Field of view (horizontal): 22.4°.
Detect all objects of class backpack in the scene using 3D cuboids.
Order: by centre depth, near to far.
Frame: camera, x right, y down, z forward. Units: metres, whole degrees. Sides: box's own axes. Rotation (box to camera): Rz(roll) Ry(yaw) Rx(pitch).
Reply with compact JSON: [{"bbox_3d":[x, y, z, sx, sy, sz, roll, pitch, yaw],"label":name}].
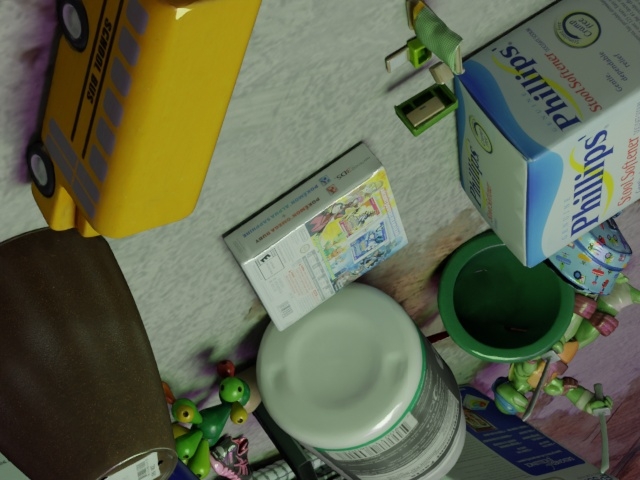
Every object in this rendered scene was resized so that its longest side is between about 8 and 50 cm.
[{"bbox_3d":[0.321,-0.018,2.023,0.117,0.173,0.158,-46,152,19],"label":"backpack"}]

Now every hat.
[{"bbox_3d":[0.218,0.080,2.175,0.209,0.173,0.183,1,176,-7],"label":"hat"}]

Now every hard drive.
[{"bbox_3d":[-0.052,0.246,2.043,0.022,0.135,0.094,-33,154,-9],"label":"hard drive"}]

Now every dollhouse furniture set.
[{"bbox_3d":[0.100,-0.170,1.610,0.059,0.076,0.151,-33,155,-9],"label":"dollhouse furniture set"}]

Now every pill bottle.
[{"bbox_3d":[0.065,0.199,2.031,0.204,0.204,0.361,-37,155,1],"label":"pill bottle"}]

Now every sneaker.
[{"bbox_3d":[-0.111,0.290,2.156,0.057,0.047,0.119,-49,155,-1],"label":"sneaker"}]

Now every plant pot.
[{"bbox_3d":[-0.237,0.142,1.533,0.215,0.230,0.215,-29,153,-17],"label":"plant pot"}]

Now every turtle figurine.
[{"bbox_3d":[0.389,0.176,2.364,0.266,0.198,0.275,-55,-164,-1],"label":"turtle figurine"}]

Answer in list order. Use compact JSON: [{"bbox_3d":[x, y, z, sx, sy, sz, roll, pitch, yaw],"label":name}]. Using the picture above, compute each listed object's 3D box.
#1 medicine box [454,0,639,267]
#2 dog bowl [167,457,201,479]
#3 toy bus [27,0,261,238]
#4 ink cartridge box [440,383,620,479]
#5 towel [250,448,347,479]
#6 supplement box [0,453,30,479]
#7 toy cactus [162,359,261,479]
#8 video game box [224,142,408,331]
[{"bbox_3d":[0.307,-0.147,1.822,0.289,0.149,0.263,-33,154,-10],"label":"medicine box"},{"bbox_3d":[-0.227,0.366,1.823,0.265,0.104,0.265,-39,159,-18],"label":"dog bowl"},{"bbox_3d":[-0.149,-0.118,1.326,0.108,0.130,0.332,-19,149,-32],"label":"toy bus"},{"bbox_3d":[0.229,0.317,2.319,0.304,0.307,0.072,-2,119,-49],"label":"ink cartridge box"},{"bbox_3d":[-0.072,0.432,2.322,0.235,0.121,0.283,-19,149,-47],"label":"towel"},{"bbox_3d":[-0.347,0.297,1.791,0.111,0.114,0.220,-25,153,-26],"label":"supplement box"},{"bbox_3d":[-0.129,0.205,1.952,0.180,0.112,0.219,-39,159,-42],"label":"toy cactus"},{"bbox_3d":[0.000,0.000,1.802,0.187,0.048,0.205,-32,154,-5],"label":"video game box"}]
